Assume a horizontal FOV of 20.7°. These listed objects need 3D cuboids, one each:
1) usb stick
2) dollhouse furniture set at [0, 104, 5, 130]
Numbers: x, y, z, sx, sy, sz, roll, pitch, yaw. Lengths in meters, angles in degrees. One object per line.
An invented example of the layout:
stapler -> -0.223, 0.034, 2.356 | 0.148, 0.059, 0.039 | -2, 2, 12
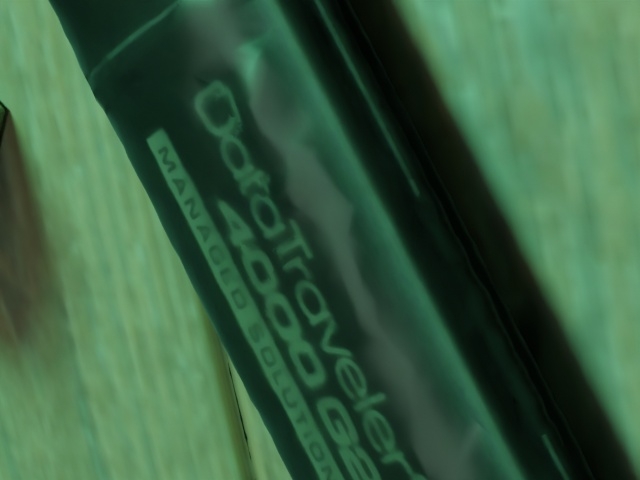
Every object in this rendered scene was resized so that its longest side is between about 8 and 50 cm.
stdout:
usb stick -> 0.000, 0.000, 0.418 | 0.077, 0.045, 0.278 | -30, 85, 41
dollhouse furniture set -> -0.212, -0.024, 0.581 | 0.182, 0.101, 0.161 | 43, 134, 24
